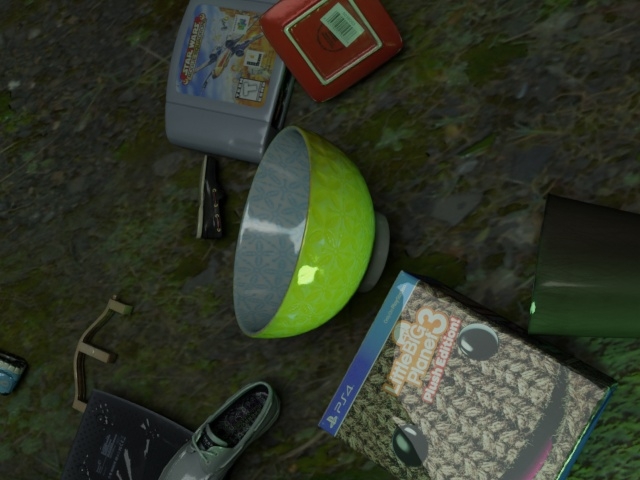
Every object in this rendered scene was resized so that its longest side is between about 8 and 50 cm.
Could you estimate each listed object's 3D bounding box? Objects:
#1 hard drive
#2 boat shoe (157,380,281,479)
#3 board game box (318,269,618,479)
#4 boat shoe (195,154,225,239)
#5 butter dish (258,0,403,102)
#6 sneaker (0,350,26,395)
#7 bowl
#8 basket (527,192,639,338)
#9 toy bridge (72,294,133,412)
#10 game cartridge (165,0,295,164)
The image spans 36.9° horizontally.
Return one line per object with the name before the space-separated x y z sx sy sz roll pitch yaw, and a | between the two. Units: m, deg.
hard drive | -0.255 0.340 1.426 0.254 0.054 0.172 21 92 22
boat shoe | -0.147 0.280 1.329 0.079 0.081 0.227 37 68 24
board game box | 0.189 0.209 1.221 0.291 0.141 0.232 29 95 22
boat shoe | -0.166 -0.065 1.450 0.042 0.049 0.133 3 73 -11
butter dish | 0.015 -0.309 1.374 0.159 0.118 0.160 -32 115 15
sneaker | -0.560 0.205 1.559 0.162 0.063 0.073 20 94 23
bowl | 0.000 0.000 1.297 0.156 0.289 0.290 12 87 -20
basket | 0.379 0.041 1.162 0.226 0.154 0.204 7 43 14
toy bridge | -0.350 0.174 1.500 0.063 0.026 0.188 19 90 23
game cartridge | -0.130 -0.275 1.455 0.198 0.062 0.297 13 89 18
